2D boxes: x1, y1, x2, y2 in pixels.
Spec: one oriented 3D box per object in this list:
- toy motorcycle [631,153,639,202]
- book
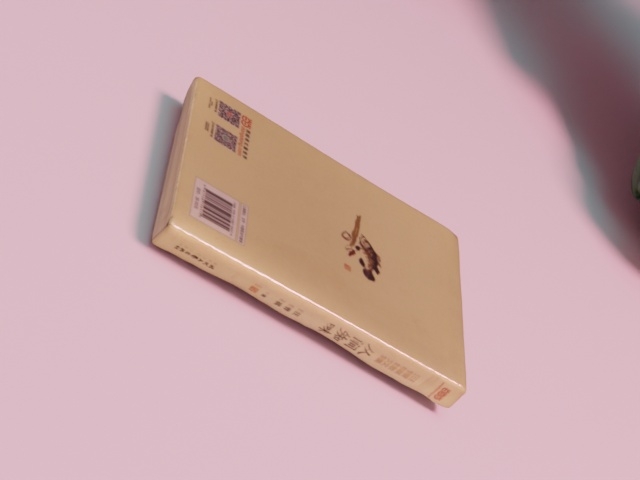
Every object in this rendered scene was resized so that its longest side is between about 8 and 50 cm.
[{"bbox_3d":[0.262,-0.116,0.665,0.191,0.326,0.200,35,6,24],"label":"toy motorcycle"},{"bbox_3d":[0.000,0.000,0.462,0.111,0.014,0.077,31,35,-20],"label":"book"}]
